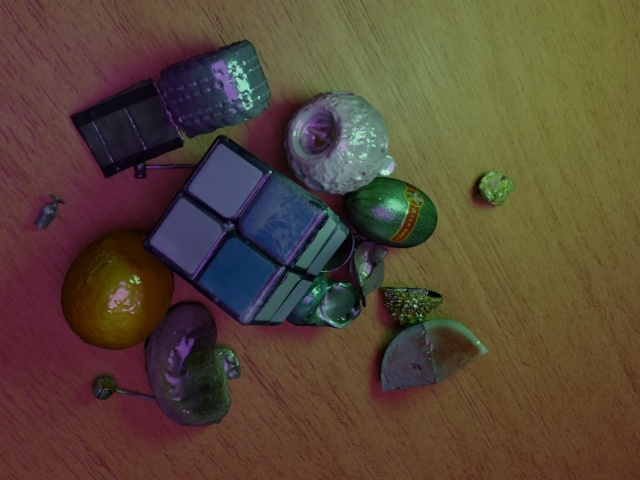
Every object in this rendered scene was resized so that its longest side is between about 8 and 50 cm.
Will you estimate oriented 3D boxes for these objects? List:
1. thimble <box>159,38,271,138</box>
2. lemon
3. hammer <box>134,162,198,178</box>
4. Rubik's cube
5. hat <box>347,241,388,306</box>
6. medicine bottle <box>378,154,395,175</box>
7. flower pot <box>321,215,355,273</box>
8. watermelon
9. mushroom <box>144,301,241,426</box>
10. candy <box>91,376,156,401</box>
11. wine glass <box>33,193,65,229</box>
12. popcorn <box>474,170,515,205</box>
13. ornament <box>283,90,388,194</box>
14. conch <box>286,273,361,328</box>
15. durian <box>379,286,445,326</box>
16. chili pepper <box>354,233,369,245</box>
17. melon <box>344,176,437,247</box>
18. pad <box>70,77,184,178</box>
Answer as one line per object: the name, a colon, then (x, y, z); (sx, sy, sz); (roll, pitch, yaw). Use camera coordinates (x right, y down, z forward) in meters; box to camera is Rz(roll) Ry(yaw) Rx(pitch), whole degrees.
thimble: (-0.241, -0.351, 1.528); (0.237, 0.205, 0.172); (-19, 109, -3)
lemon: (-0.471, 0.114, 1.554); (0.254, 0.253, 0.310); (28, 94, -21)
hammer: (-0.316, -0.188, 1.646); (0.292, 0.029, 0.058); (-4, 107, -17)
Rubik's cube: (-0.156, -0.010, 1.526); (0.318, 0.313, 0.316); (37, 92, 14)
hat: (0.113, 0.099, 1.807); (0.147, 0.085, 0.175); (-47, 151, -38)
medicine bottle: (0.158, -0.204, 1.745); (0.057, 0.089, 0.057); (-4, 104, -16)
flower pot: (0.000, 0.000, 1.741); (0.158, 0.107, 0.157); (-4, 102, -18)
watermelon: (0.321, 0.325, 1.882); (0.260, 0.176, 0.255); (-20, 142, -34)
mushroom: (-0.330, 0.339, 1.716); (0.248, 0.130, 0.343); (-3, 105, -11)
candy: (-0.500, 0.404, 1.728); (0.203, 0.061, 0.061); (23, 96, -29)
wine glass: (-0.650, -0.067, 1.568); (0.083, 0.039, 0.042); (-53, 153, 4)
popcorn: (0.495, -0.146, 1.865); (0.109, 0.089, 0.097); (-33, 75, -16)
ornament: (0.041, -0.236, 1.622); (0.225, 0.260, 0.259); (12, 103, -57)
conch: (-0.015, 0.149, 1.752); (0.196, 0.134, 0.202); (-41, 125, -8)
durian: (0.264, 0.195, 1.861); (0.187, 0.119, 0.108); (6, 98, -19)
chili pepper: (0.092, 0.006, 1.811); (0.091, 0.030, 0.034); (-21, 129, -9)
melon: (0.196, -0.070, 1.739); (0.288, 0.182, 0.182); (15, 99, -33)
pad: (-0.451, -0.260, 1.548); (0.233, 0.022, 0.174); (-21, 109, 14)
